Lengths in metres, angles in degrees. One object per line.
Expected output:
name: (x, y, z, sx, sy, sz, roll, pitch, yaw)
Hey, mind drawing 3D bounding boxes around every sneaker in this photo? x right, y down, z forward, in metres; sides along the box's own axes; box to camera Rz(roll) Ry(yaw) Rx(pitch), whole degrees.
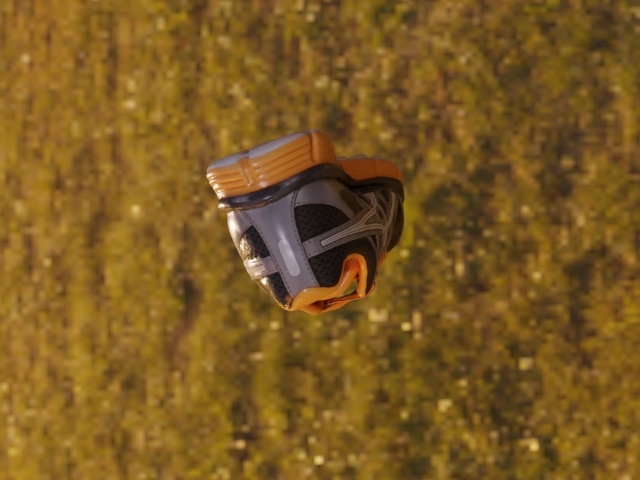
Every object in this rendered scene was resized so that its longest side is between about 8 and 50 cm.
sneaker: (0.000, 0.000, 0.944, 0.083, 0.084, 0.215, 70, -164, 10)
